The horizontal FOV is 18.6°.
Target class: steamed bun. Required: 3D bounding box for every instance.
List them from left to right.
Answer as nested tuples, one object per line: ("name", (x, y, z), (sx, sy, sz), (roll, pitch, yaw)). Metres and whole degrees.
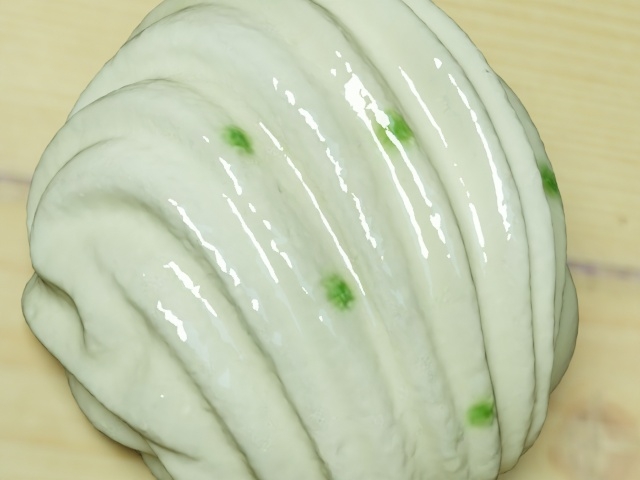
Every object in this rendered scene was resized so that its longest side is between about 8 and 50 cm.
("steamed bun", (0.000, 0.000, 0.585), (0.183, 0.106, 0.183), (9, 67, -21))
